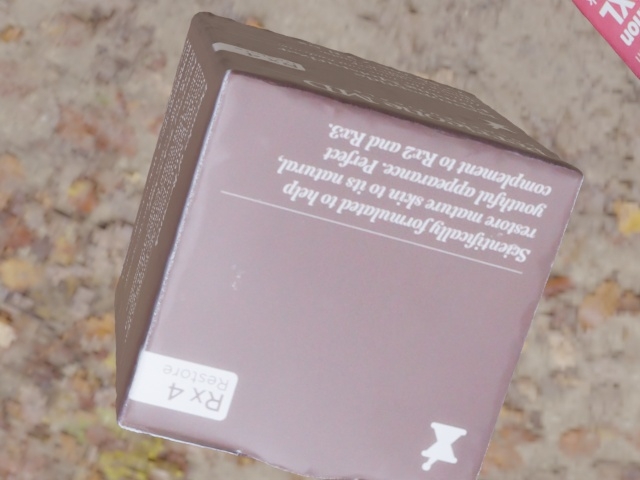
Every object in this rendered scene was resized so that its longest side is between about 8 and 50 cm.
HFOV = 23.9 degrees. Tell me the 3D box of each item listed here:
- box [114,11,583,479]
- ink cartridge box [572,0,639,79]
[{"bbox_3d":[0.000,0.000,0.741,0.168,0.203,0.167,15,102,-13],"label":"box"},{"bbox_3d":[0.165,-0.041,0.374,0.175,0.127,0.072,54,145,16],"label":"ink cartridge box"}]
